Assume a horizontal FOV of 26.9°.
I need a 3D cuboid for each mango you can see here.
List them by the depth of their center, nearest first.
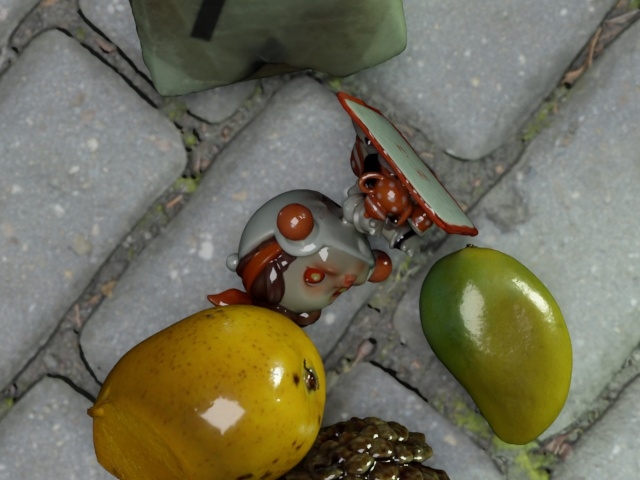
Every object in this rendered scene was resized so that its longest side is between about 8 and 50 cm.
[{"bbox_3d":[-0.104,0.146,1.191,0.191,0.290,0.160,-34,94,-36],"label":"mango"},{"bbox_3d":[0.172,0.092,1.268,0.122,0.085,0.191,-37,97,-11],"label":"mango"}]

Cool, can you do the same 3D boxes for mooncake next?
[{"bbox_3d":[-0.058,-0.266,1.229,0.250,0.136,0.254,-9,130,3],"label":"mooncake"}]

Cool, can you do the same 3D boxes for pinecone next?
[{"bbox_3d":[0.038,0.263,1.215,0.184,0.179,0.204,-25,103,-6],"label":"pinecone"}]

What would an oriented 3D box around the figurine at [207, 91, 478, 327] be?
[{"bbox_3d":[0.000,0.000,1.239,0.226,0.183,0.160,-39,78,12],"label":"figurine"}]
